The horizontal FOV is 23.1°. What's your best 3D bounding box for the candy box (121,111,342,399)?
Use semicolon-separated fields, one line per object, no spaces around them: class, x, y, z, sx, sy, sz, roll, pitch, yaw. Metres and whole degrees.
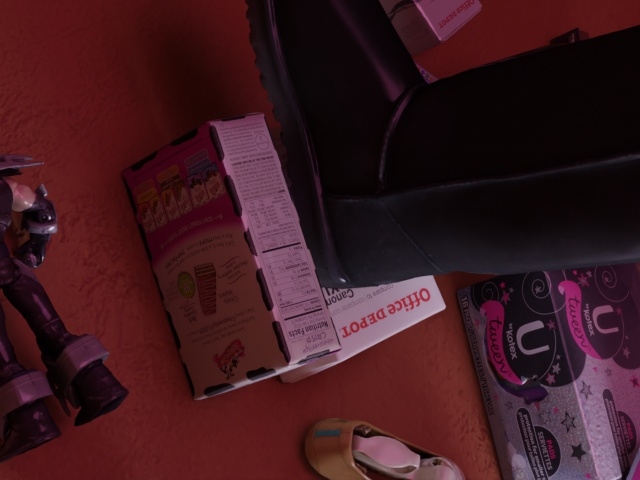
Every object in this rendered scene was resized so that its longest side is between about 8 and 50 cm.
candy box;-0.085;0.017;1.457;0.071;0.159;0.233;-13;84;-40

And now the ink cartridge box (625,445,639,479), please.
ink cartridge box;0.373;0.346;1.708;0.186;0.065;0.311;-2;116;-41

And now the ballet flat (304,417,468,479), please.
ballet flat;0.089;0.239;1.580;0.232;0.073;0.080;25;60;-32

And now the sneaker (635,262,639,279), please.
sneaker;0.382;0.100;1.886;0.081;0.080;0.211;47;40;-9

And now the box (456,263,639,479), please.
box;0.276;0.149;1.725;0.163;0.142;0.247;-5;77;-42

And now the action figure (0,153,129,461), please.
action figure;-0.280;0.037;1.333;0.185;0.099;0.285;-23;86;-36

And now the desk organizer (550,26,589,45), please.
desk organizer;0.328;-0.194;1.962;0.050;0.047;0.130;11;67;-40

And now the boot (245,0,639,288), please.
boot;0.168;-0.146;1.354;0.146;0.445;0.367;-24;104;-52

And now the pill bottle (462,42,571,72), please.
pill bottle;0.214;-0.089;1.651;0.363;0.210;0.210;-26;92;-61

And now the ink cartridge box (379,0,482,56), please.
ink cartridge box;0.110;-0.294;1.806;0.099;0.056;0.135;-42;102;-41

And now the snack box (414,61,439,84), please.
snack box;0.043;-0.176;1.676;0.141;0.100;0.037;33;54;-26

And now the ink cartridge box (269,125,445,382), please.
ink cartridge box;0.000;0.000;1.574;0.172;0.100;0.237;-23;90;-42
